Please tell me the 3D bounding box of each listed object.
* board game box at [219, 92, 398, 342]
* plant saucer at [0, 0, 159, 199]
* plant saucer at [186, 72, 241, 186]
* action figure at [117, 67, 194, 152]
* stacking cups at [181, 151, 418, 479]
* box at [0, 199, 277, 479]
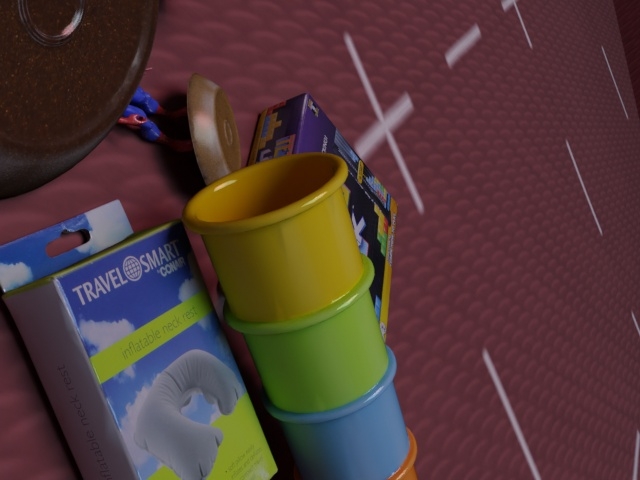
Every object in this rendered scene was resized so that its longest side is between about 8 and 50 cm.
[{"bbox_3d":[0.000,0.000,0.642,0.141,0.048,0.170,48,38,-39],"label":"board game box"},{"bbox_3d":[-0.132,-0.111,0.394,0.198,0.036,0.198,-39,137,-49],"label":"plant saucer"},{"bbox_3d":[-0.066,-0.069,0.566,0.083,0.015,0.083,-10,90,-82],"label":"plant saucer"},{"bbox_3d":[-0.115,-0.083,0.509,0.115,0.030,0.038,17,66,-54],"label":"action figure"},{"bbox_3d":[0.011,0.110,0.525,0.096,0.096,0.316,-51,129,-56],"label":"stacking cups"},{"bbox_3d":[-0.091,0.069,0.455,0.109,0.042,0.178,-34,106,-60],"label":"box"}]
